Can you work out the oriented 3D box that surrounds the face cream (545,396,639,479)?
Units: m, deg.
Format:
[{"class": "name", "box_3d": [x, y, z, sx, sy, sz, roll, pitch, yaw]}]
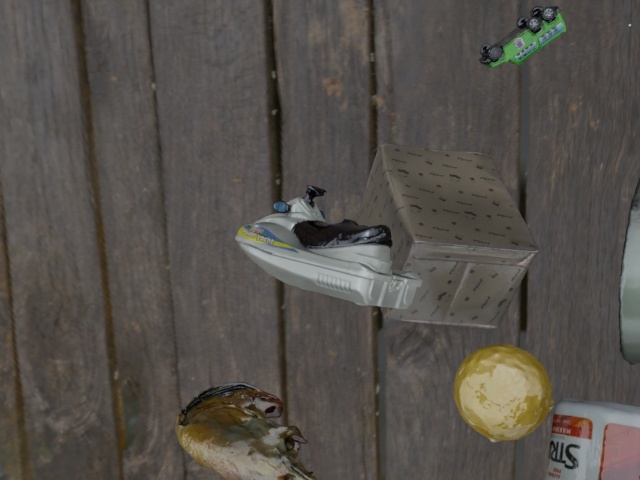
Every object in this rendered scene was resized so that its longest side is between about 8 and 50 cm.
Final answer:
[{"class": "face cream", "box_3d": [0.396, 0.311, 0.998, 0.201, 0.201, 0.187, 7, 79, 20]}]

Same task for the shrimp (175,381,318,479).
[{"class": "shrimp", "box_3d": [-0.041, 0.209, 0.803, 0.262, 0.117, 0.066, 16, 137, 28]}]

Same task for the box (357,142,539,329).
[{"class": "box", "box_3d": [0.212, -0.012, 1.385, 0.225, 0.297, 0.190, 5, 127, -13]}]

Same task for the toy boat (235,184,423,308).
[{"class": "toy boat", "box_3d": [0.002, 0.008, 1.022, 0.269, 0.141, 0.140, 31, 116, 38]}]

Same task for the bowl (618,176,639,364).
[{"class": "bowl", "box_3d": [0.633, 0.048, 1.294, 0.185, 0.354, 0.353, 8, 108, 33]}]

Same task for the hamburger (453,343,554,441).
[{"class": "hamburger", "box_3d": [0.297, 0.247, 1.253, 0.162, 0.115, 0.162, -4, 76, 19]}]

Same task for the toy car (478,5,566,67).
[{"class": "toy car", "box_3d": [0.372, -0.370, 1.429, 0.165, 0.071, 0.062, -36, 107, 6]}]
